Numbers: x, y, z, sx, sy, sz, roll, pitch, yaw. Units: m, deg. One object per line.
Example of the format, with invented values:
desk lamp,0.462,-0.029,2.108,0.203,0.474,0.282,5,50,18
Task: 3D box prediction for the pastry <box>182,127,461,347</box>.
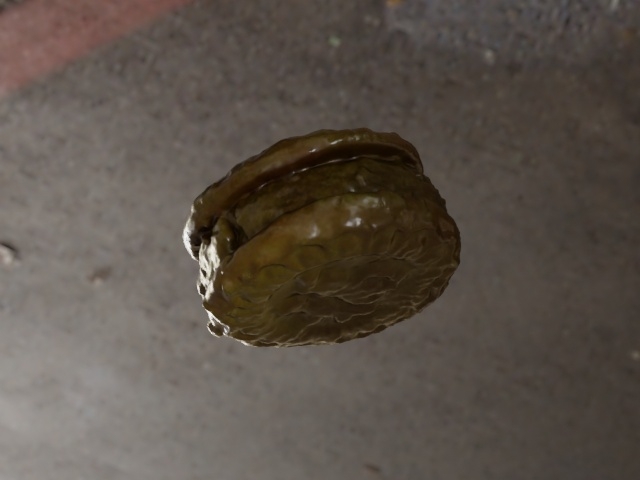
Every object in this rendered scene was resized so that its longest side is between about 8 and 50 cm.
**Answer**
pastry,0.000,0.000,0.668,0.097,0.057,0.109,-5,151,-22
